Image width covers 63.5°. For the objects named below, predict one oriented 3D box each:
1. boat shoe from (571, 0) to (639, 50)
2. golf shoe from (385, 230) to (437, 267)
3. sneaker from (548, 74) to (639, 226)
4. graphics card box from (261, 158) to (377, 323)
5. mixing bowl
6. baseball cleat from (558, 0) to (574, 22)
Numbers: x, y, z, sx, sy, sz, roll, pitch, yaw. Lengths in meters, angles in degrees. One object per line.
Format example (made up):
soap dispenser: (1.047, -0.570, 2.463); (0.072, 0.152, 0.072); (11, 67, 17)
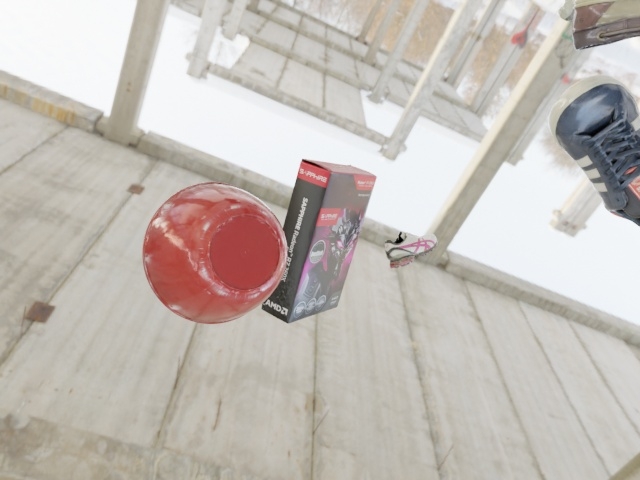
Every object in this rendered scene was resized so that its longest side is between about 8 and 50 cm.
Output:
boat shoe: (0.467, -0.281, 0.650); (0.286, 0.092, 0.103); (5, -160, 13)
golf shoe: (0.250, 0.008, 1.404); (0.186, 0.068, 0.085); (-23, -83, -38)
sneaker: (0.494, -0.127, 0.839); (0.350, 0.131, 0.148); (27, -145, -40)
graphics card box: (0.000, 0.000, 1.242); (0.094, 0.370, 0.233); (25, -165, 28)
mixing bowl: (-0.107, 0.015, 0.618); (0.182, 0.181, 0.098); (8, 175, -32)
baseball cleat: (0.683, -0.621, 1.274); (0.109, 0.205, 0.072); (37, -171, 25)
